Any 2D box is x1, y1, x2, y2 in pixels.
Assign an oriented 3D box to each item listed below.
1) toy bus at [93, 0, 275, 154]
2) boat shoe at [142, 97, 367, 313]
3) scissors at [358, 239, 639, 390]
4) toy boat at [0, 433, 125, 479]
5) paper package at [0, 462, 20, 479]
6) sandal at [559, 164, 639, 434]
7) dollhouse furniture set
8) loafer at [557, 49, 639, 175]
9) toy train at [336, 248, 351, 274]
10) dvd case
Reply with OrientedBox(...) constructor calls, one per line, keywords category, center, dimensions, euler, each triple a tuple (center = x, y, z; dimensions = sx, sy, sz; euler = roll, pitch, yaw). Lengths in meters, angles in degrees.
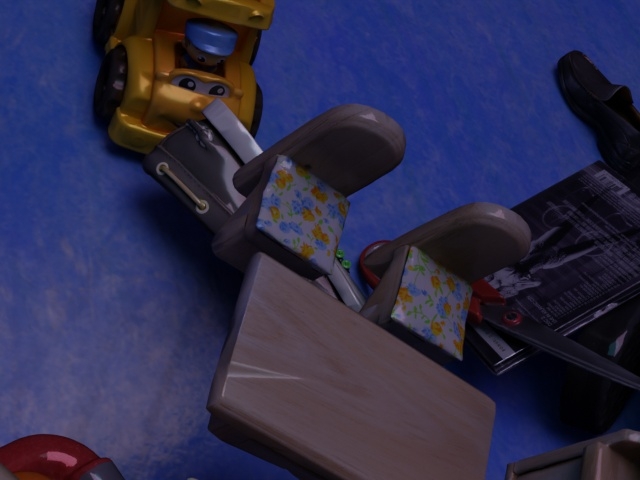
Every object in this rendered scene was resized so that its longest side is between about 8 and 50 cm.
OrientedBox(category="toy bus", center=(-0.101, -0.204, 1.191), dimensions=(0.149, 0.211, 0.220), euler=(12, 50, -23))
OrientedBox(category="boat shoe", center=(-0.031, 0.029, 1.121), dimensions=(0.091, 0.109, 0.305), euler=(-35, 86, -2))
OrientedBox(category="scissors", center=(0.141, 0.067, 1.136), dimensions=(0.109, 0.021, 0.297), euler=(-24, 40, -18))
OrientedBox(category="toy boat", center=(-0.200, 0.196, 0.842), dimensions=(0.231, 0.151, 0.151), euler=(-23, 67, -41))
OrientedBox(category="paper package", center=(-0.287, 0.215, 0.666), dimensions=(0.309, 0.168, 0.325), euler=(38, 72, 12))
OrientedBox(category="sandal", center=(0.311, 0.002, 1.303), dimensions=(0.107, 0.168, 0.446), euler=(21, 41, 23))
OrientedBox(category="dollhouse furniture set", center=(0.116, 0.139, 0.914), dimensions=(0.394, 0.256, 0.362), euler=(33, 51, -25))
OrientedBox(category="loafer", center=(0.322, -0.151, 1.493), dimensions=(0.062, 0.061, 0.170), euler=(-10, 59, -34))
OrientedBox(category="toy train", center=(0.000, 0.000, 1.215), dimensions=(0.023, 0.017, 0.083), euler=(-18, 64, -28))
OrientedBox(category="dvd case", center=(0.205, 0.019, 1.196), dimensions=(0.221, 0.018, 0.164), euler=(-28, 39, -11))
